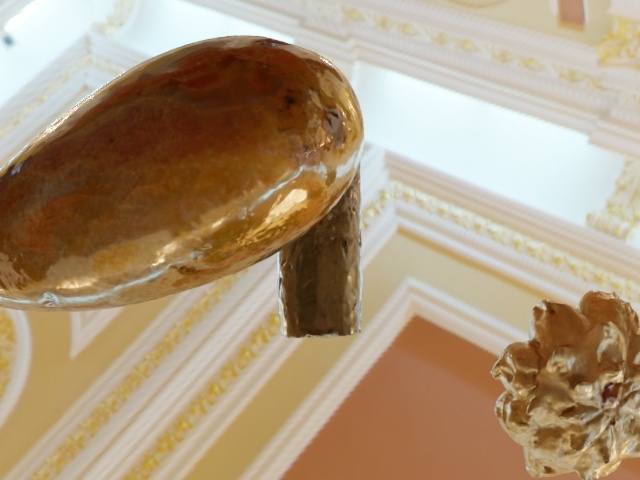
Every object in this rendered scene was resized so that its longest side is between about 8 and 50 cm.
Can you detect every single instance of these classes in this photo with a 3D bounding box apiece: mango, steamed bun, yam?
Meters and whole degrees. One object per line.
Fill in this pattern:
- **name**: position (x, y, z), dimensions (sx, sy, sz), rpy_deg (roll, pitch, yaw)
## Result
- **mango**: position (-0.123, -0.037, 0.668), dimensions (0.316, 0.146, 0.193), rpy_deg (-17, -159, 11)
- **steamed bun**: position (0.394, 0.229, 1.441), dimensions (0.295, 0.292, 0.137), rpy_deg (-59, -156, 4)
- **yam**: position (0.000, 0.000, 0.847), dimensions (0.078, 0.078, 0.179), rpy_deg (-7, -108, 15)
